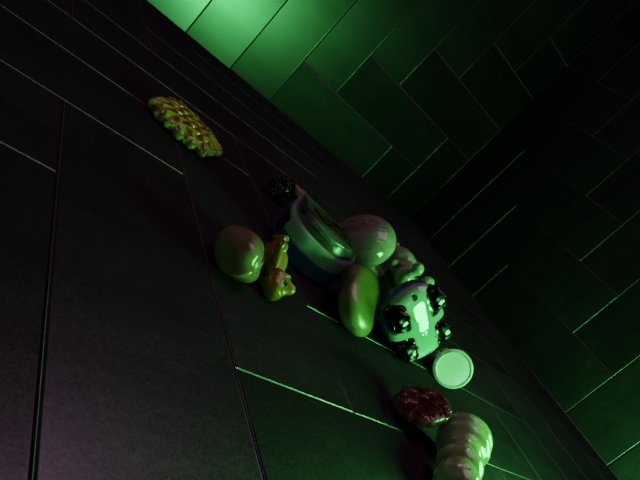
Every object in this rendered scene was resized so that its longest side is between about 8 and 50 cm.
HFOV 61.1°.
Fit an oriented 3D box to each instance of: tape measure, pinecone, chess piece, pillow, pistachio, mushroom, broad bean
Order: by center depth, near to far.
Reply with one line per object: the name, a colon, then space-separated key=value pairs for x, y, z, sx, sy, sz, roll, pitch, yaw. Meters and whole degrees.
pistachio: x=-0.179 y=0.027 z=1.187 sx=0.113 sy=0.113 sz=0.149 roll=29 pitch=6 yaw=-46
chess piece: x=0.311 y=0.491 z=1.210 sx=0.133 sy=0.133 sz=0.243 roll=47 pitch=19 yaw=9
broad bean: x=0.110 y=0.160 z=1.519 sx=0.263 sy=0.121 sz=0.189 roll=-75 pitch=153 yaw=-71
tape measure: x=-0.019 y=-0.001 z=1.626 sx=0.259 sy=0.138 sz=0.262 roll=42 pitch=14 yaw=-5
mushroom: x=0.147 y=0.035 z=1.849 sx=0.243 sy=0.243 sz=0.243 roll=41 pitch=15 yaw=-13
pinecone: x=-0.140 y=-0.187 z=1.899 sx=0.109 sy=0.102 sz=0.102 roll=20 pitch=27 yaw=-37
pillow: x=-0.052 y=-0.148 z=2.134 sx=0.126 sy=0.043 sz=0.232 roll=36 pitch=13 yaw=-48

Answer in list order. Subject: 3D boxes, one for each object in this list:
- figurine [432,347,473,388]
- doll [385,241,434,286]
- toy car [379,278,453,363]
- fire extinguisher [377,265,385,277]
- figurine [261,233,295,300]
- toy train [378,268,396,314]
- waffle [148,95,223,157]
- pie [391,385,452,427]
figurine: x=0.425 y=0.404 z=1.790 sx=0.132 sy=0.132 sz=0.153 roll=45 pitch=3 yaw=0
doll: x=0.285 y=0.096 z=1.863 sx=0.155 sy=0.113 sz=0.275 roll=48 pitch=5 yaw=-23
toy car: x=0.265 y=0.228 z=1.627 sx=0.190 sy=0.188 sz=0.255 roll=38 pitch=-28 yaw=56
fire extinguisher: x=0.208 y=0.096 z=2.191 sx=0.173 sy=0.035 sz=0.049 roll=46 pitch=17 yaw=-10
figurine: x=-0.126 y=0.065 z=1.269 sx=0.122 sy=0.121 sz=0.176 roll=7 pitch=41 yaw=-22
toy train: x=0.274 y=0.218 z=1.891 sx=0.154 sy=0.115 sz=0.269 roll=32 pitch=17 yaw=-14
waffle: x=-0.410 y=-0.353 z=1.680 sx=0.261 sy=0.056 sz=0.250 roll=45 pitch=14 yaw=-8
pie: x=0.245 y=0.399 z=1.306 sx=0.154 sy=0.036 sz=0.154 roll=7 pitch=15 yaw=-2
